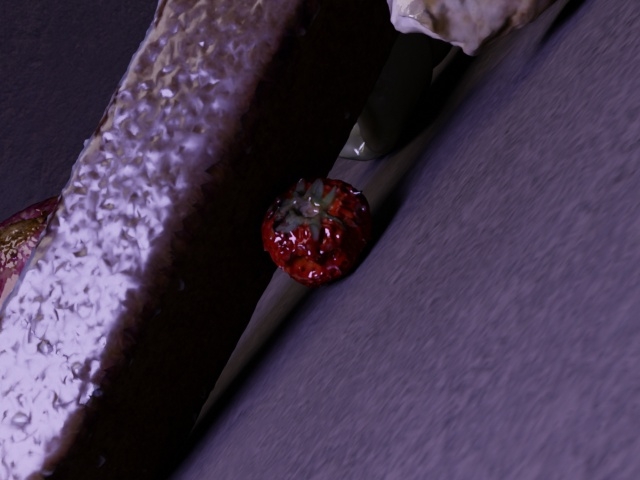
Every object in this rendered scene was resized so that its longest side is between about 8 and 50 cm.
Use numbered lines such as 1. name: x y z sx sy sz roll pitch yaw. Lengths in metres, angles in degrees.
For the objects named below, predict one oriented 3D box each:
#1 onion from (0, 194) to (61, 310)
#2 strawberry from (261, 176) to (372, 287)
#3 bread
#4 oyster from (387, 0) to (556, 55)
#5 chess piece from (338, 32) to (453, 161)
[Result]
1. onion: -0.248 0.077 1.392 0.256 0.272 0.230 -57 33 -3
2. strawberry: 0.000 0.000 0.842 0.073 0.073 0.083 -55 -28 -28
3. bread: -0.087 -0.028 0.863 0.416 0.113 0.165 -62 -25 -1
4. oyster: 0.149 -0.266 0.798 0.275 0.271 0.100 -15 8 -18
5. chess piece: 0.090 -0.289 1.111 0.442 0.234 0.234 -57 9 -23
